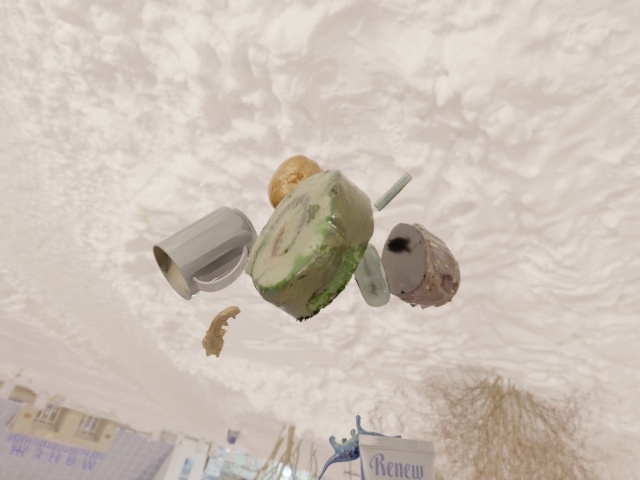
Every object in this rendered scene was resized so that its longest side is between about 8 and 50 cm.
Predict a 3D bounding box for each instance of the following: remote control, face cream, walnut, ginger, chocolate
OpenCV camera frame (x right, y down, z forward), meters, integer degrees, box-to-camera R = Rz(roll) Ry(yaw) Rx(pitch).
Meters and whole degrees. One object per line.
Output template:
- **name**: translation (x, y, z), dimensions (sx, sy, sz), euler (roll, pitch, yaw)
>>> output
- **remote control**: translation (0.150, 0.111, 1.330), dimensions (0.097, 0.045, 0.256), euler (-18, 120, 9)
- **face cream**: translation (0.202, 0.742, 1.146), dimensions (0.234, 0.421, 0.137), euler (11, 150, -12)
- **walnut**: translation (-0.082, -0.185, 1.535), dimensions (0.192, 0.226, 0.193), euler (25, 177, 2)
- **ginger**: translation (-0.311, 0.276, 1.359), dimensions (0.069, 0.174, 0.051), euler (26, -179, -8)
- **chocolate**: translation (0.365, 0.094, 1.549), dimensions (0.209, 0.340, 0.225), euler (21, 120, -20)

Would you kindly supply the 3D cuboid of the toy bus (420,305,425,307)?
- **toy bus**: translation (0.561, 0.272, 2.439), dimensions (0.108, 0.199, 0.096), euler (-20, 156, 12)

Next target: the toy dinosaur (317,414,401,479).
- **toy dinosaur**: translation (0.113, 0.716, 1.555), dimensions (0.328, 0.144, 0.077), euler (-23, 123, -7)

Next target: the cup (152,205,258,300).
- **cup**: translation (-0.383, 0.050, 1.600), dimensions (0.322, 0.326, 0.237), euler (28, 138, 38)

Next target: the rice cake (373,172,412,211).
- **rice cake**: translation (0.248, -0.166, 1.524), dimensions (0.033, 0.029, 0.171), euler (33, 119, -21)

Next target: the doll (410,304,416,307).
- **doll**: translation (0.325, 0.189, 1.734), dimensions (0.057, 0.165, 0.139), euler (-21, 168, -28)

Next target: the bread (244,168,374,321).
- **bread**: translation (-0.045, 0.011, 1.020), dimensions (0.129, 0.367, 0.381), euler (34, 130, -23)
